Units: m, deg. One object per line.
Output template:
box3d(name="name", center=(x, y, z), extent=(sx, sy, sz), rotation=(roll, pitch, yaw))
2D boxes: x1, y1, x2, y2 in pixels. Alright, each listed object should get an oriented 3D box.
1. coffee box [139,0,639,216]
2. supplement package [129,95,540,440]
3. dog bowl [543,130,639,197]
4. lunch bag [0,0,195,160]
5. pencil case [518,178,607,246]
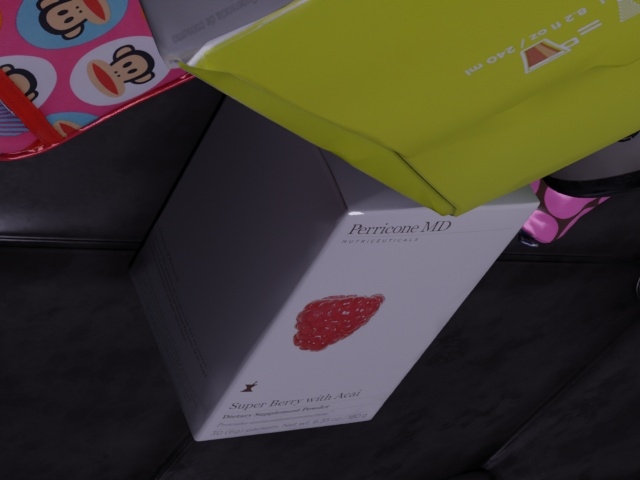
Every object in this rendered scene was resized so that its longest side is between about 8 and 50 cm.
box3d(name="coffee box", center=(0.092, -0.246, 0.729), extent=(0.337, 0.334, 0.338), rotation=(-27, 162, 15))
box3d(name="supplement package", center=(0.000, 0.000, 1.299), extent=(0.177, 0.175, 0.293), rotation=(-3, 143, -32))
box3d(name="dog bowl", center=(0.275, -0.202, 1.028), extent=(0.408, 0.150, 0.408), rotation=(-33, -168, 8))
box3d(name="lunch bag", center=(-0.187, -0.172, 0.953), extent=(0.258, 0.120, 0.293), rotation=(-25, 149, 7))
box3d(name="pencil case", center=(0.242, -0.086, 1.439), extent=(0.209, 0.095, 0.098), rotation=(-41, 131, 21))
